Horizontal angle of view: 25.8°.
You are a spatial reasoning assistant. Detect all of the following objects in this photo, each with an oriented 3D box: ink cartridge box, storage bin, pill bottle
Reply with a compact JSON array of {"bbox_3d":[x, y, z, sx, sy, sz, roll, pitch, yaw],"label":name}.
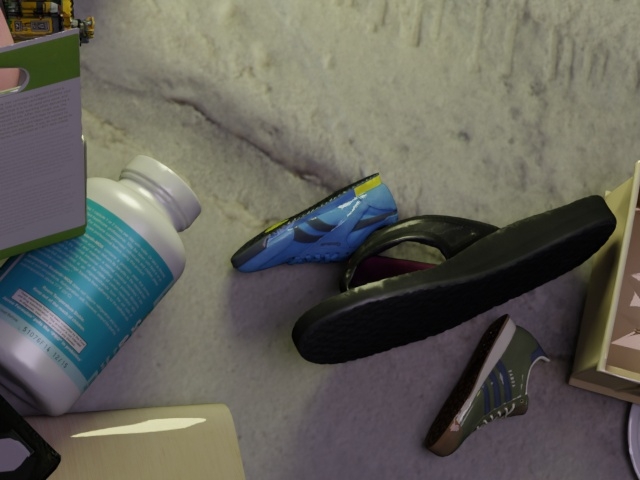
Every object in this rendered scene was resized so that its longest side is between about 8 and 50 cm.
[{"bbox_3d":[-0.314,-0.096,1.260,0.189,0.255,0.097,-18,52,-24],"label":"ink cartridge box"},{"bbox_3d":[0.458,0.076,1.694,0.260,0.123,0.262,16,73,-7],"label":"storage bin"},{"bbox_3d":[-0.237,0.038,1.426,0.146,0.146,0.264,43,70,-12],"label":"pill bottle"}]

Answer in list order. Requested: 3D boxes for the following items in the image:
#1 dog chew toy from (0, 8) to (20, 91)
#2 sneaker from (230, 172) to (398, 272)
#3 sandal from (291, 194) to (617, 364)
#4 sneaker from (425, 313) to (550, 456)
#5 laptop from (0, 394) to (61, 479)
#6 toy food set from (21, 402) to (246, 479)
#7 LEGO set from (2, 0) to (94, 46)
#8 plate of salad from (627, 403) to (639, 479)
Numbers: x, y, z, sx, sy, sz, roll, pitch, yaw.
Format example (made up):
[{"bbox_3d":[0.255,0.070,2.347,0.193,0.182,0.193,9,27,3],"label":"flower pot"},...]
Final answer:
[{"bbox_3d":[-0.463,-0.152,1.335,0.332,0.206,0.206,-24,93,-16],"label":"dog chew toy"},{"bbox_3d":[0.000,0.000,1.574,0.209,0.069,0.082,-27,98,-24],"label":"sneaker"},{"bbox_3d":[0.140,0.030,1.602,0.446,0.167,0.107,-19,65,-31],"label":"sandal"},{"bbox_3d":[0.204,0.185,1.636,0.086,0.064,0.192,36,68,-9],"label":"sneaker"},{"bbox_3d":[-0.536,0.224,1.274,0.382,0.236,0.408,48,55,-9],"label":"laptop"},{"bbox_3d":[-0.182,0.305,1.403,0.220,0.092,0.306,-1,58,-23],"label":"toy food set"},{"bbox_3d":[-0.223,-0.333,1.393,0.192,0.331,0.255,-1,69,-6],"label":"LEGO set"},{"bbox_3d":[0.474,0.245,1.752,0.200,0.048,0.199,3,81,-23],"label":"plate of salad"}]
